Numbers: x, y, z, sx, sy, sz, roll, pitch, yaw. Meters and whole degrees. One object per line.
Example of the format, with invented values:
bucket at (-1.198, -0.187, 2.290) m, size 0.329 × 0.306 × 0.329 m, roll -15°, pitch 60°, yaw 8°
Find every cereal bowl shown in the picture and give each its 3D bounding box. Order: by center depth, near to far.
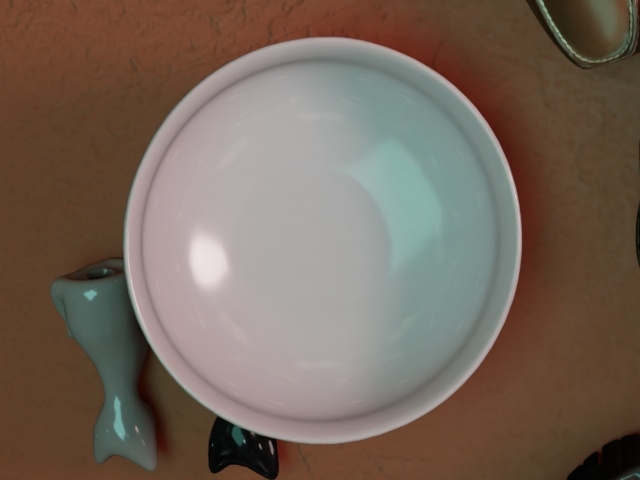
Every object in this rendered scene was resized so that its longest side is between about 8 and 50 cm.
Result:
cereal bowl at (0.000, 0.000, 1.454) m, size 0.338 × 0.141 × 0.339 m, roll 0°, pitch 90°, yaw -2°

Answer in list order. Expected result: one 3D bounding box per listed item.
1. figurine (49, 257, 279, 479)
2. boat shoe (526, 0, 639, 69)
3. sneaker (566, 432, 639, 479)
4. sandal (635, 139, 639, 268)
figurine at (-0.143, 0.127, 1.612) m, size 0.214 × 0.092 × 0.210 m, roll 0°, pitch 106°, yaw 25°
boat shoe at (0.176, -0.293, 1.351) m, size 0.122 × 0.120 × 0.324 m, roll -17°, pitch 95°, yaw 26°
sneaker at (0.233, 0.291, 1.468) m, size 0.136 × 0.116 × 0.314 m, roll 44°, pitch 110°, yaw -1°
sandal at (0.288, -0.055, 1.390) m, size 0.049 × 0.072 × 0.180 m, roll 1°, pitch 104°, yaw 8°
